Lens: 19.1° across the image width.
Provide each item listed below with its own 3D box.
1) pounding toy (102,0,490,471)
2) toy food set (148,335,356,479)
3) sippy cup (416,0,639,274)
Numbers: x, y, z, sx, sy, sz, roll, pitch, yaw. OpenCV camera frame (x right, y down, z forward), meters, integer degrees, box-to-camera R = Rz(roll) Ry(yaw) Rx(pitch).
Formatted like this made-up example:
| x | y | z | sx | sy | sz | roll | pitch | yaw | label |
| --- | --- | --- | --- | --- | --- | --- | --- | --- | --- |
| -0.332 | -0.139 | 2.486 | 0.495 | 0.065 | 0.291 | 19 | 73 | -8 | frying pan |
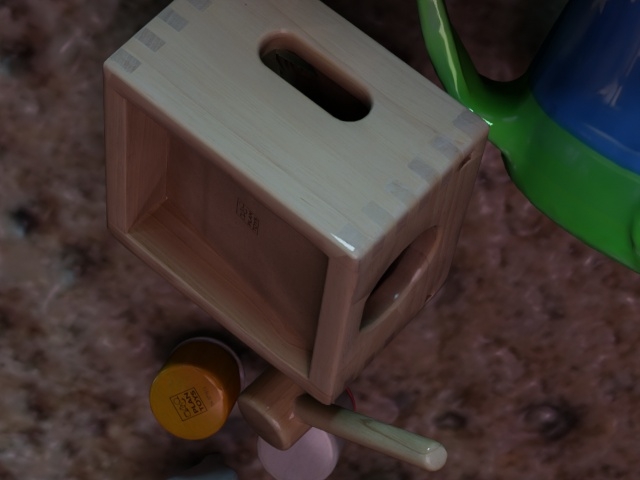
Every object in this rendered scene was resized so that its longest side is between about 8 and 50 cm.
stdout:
| x | y | z | sx | sy | sz | roll | pitch | yaw | label |
| --- | --- | --- | --- | --- | --- | --- | --- | --- | --- |
| 0.007 | 0.008 | 0.798 | 0.181 | 0.094 | 0.206 | 38 | 153 | 16 | pounding toy |
| -0.012 | 0.145 | 0.956 | 0.111 | 0.104 | 0.232 | -10 | 107 | 16 | toy food set |
| 0.210 | -0.103 | 0.736 | 0.305 | 0.240 | 0.224 | 1 | 114 | -32 | sippy cup |
